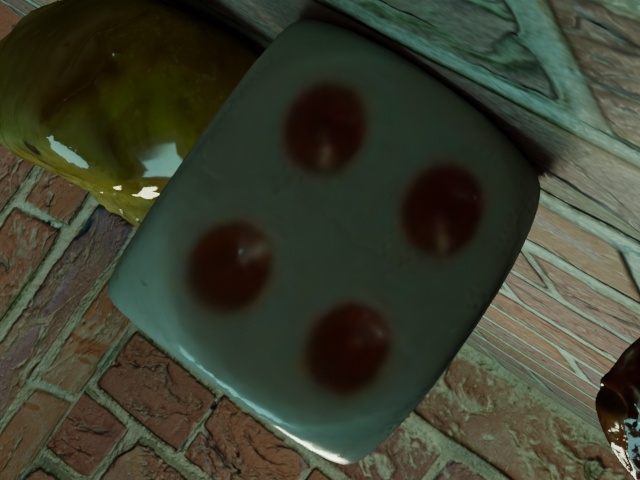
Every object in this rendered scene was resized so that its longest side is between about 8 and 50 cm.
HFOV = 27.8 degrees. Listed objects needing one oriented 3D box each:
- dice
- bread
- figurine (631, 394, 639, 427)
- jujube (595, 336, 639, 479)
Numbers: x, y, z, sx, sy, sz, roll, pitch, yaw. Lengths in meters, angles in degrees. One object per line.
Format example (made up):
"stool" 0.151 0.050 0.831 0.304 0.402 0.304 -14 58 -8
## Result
"dice" 0.000 0.000 1.149 0.277 0.304 0.304 36 177 -1
"bread" -0.174 -0.139 1.503 0.361 0.250 0.394 34 174 -28
"figurine" 0.388 0.146 1.085 0.237 0.141 0.162 31 -156 23
"jujube" 0.431 0.241 1.335 0.342 0.216 0.216 48 178 8
